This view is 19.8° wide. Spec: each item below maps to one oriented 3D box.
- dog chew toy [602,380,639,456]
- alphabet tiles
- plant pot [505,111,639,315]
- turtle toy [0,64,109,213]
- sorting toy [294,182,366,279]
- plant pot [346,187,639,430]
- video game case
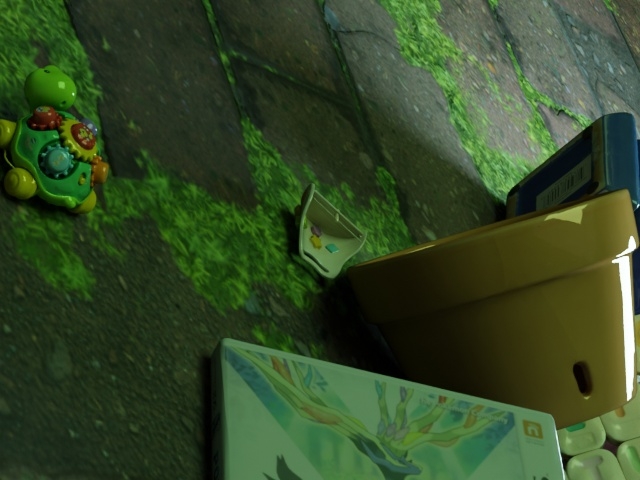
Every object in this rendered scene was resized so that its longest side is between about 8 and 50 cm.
[{"bbox_3d":[0.415,0.310,2.002,0.206,0.206,0.332,30,43,-41],"label":"dog chew toy"},{"bbox_3d":[0.332,0.211,1.931,0.021,0.284,0.278,92,-18,-61],"label":"alphabet tiles"},{"bbox_3d":[0.353,0.000,2.209,0.212,0.236,0.236,40,31,-18],"label":"plant pot"},{"bbox_3d":[-0.221,-0.084,1.527,0.095,0.066,0.130,15,47,-53],"label":"turtle toy"},{"bbox_3d":[0.000,0.000,1.832,0.083,0.045,0.075,42,37,-26],"label":"sorting toy"},{"bbox_3d":[0.190,0.084,1.819,0.291,0.291,0.203,-15,89,-62],"label":"plant pot"},{"bbox_3d":[0.067,0.234,1.534,0.329,0.036,0.300,14,42,-18],"label":"video game case"}]
